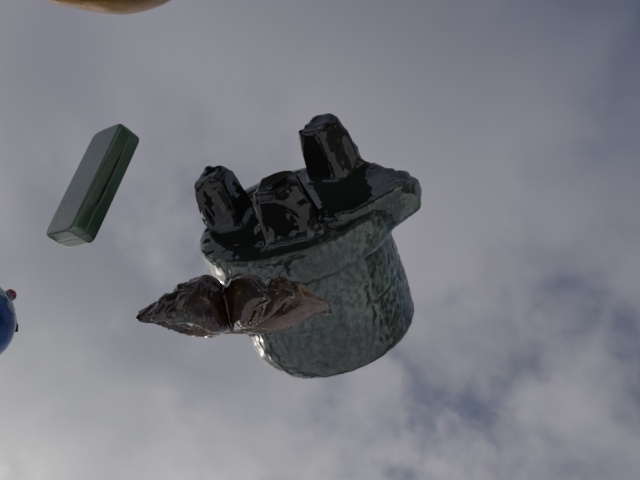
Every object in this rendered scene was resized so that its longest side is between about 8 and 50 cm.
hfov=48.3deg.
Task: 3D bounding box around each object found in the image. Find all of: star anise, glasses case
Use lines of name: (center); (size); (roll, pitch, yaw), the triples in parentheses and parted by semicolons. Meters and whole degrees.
star anise: (-0.083, 0.062, 0.703); (0.195, 0.182, 0.065); (3, -100, -10)
glasses case: (-0.326, -0.080, 1.027); (0.077, 0.184, 0.039); (-9, -36, 40)

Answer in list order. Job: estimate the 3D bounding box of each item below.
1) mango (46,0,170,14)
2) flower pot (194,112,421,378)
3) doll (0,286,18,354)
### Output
mango: (-0.322, -0.428, 1.062); (0.144, 0.359, 0.187); (-16, -80, 49)
flower pot: (0.000, 0.000, 0.962); (0.298, 0.299, 0.283); (-12, -65, 18)
doll: (-0.646, 0.162, 1.262); (0.256, 0.161, 0.215); (-23, -91, 29)
